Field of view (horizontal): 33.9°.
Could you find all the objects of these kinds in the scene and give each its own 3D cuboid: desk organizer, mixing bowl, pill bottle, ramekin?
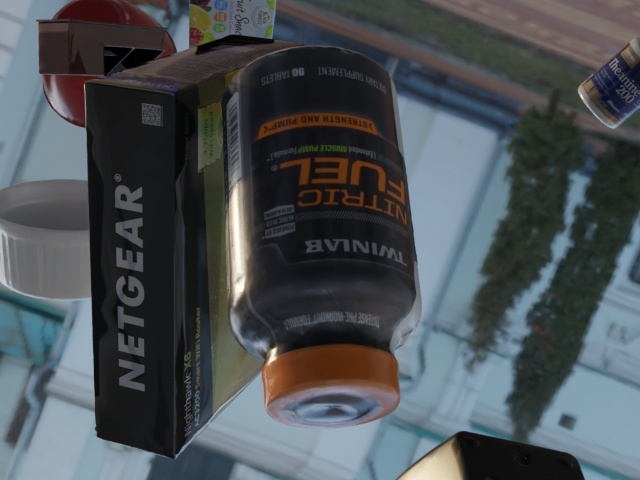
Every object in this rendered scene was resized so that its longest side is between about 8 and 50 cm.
[{"bbox_3d":[-0.208,-0.183,1.012,0.047,0.050,0.130,7,-170,34],"label":"desk organizer"},{"bbox_3d":[-0.281,-0.243,1.330,0.182,0.181,0.098,23,161,17],"label":"mixing bowl"},{"bbox_3d":[0.362,-0.191,1.209,0.067,0.120,0.067,36,-152,-22],"label":"pill bottle"},{"bbox_3d":[0.000,0.000,0.718,0.131,0.245,0.130,-4,152,-2],"label":"pill bottle"},{"bbox_3d":[-0.438,-0.002,1.822,0.277,0.135,0.277,5,-160,-2],"label":"ramekin"}]

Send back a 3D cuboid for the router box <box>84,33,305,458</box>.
[{"bbox_3d":[-0.101,-0.007,0.912,0.081,0.308,0.243,11,-157,20],"label":"router box"}]

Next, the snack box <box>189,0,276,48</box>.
[{"bbox_3d":[-0.102,-0.274,1.224,0.100,0.037,0.141,1,148,-6],"label":"snack box"}]

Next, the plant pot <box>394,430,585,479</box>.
[{"bbox_3d":[0.159,0.286,0.964,0.188,0.167,0.188,14,-148,-13],"label":"plant pot"}]
